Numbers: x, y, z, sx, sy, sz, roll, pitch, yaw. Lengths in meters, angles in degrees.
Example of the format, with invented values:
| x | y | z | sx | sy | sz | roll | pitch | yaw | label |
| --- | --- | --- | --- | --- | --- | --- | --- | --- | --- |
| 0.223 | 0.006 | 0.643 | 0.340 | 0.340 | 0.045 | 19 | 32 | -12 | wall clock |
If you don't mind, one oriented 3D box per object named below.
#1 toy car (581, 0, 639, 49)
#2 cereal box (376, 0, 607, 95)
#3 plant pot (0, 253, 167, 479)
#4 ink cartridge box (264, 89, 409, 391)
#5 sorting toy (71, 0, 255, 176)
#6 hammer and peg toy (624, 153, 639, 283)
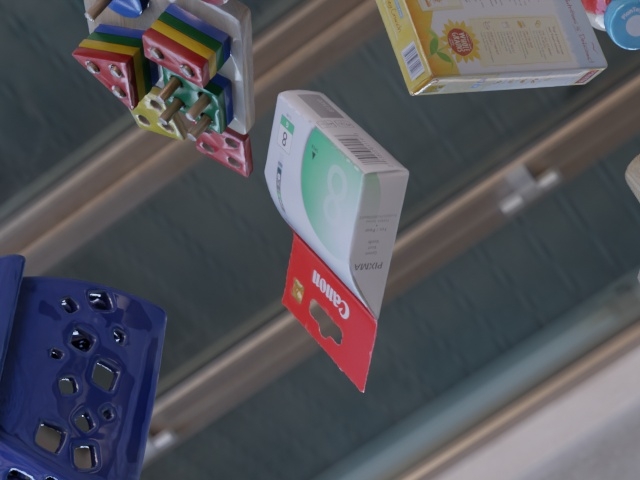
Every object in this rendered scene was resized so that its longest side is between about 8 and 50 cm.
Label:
| x | y | z | sx | sy | sz | roll | pitch | yaw | label |
| --- | --- | --- | --- | --- | --- | --- | --- | --- | --- |
| 0.444 | -0.404 | 2.220 | 0.219 | 0.210 | 0.238 | -94 | -5 | -65 | toy car |
| 0.168 | -0.237 | 1.712 | 0.240 | 0.047 | 0.173 | -6 | -111 | -35 | cereal box |
| -0.316 | 0.157 | 1.675 | 0.212 | 0.236 | 0.236 | 30 | -129 | -34 | plant pot |
| 0.000 | 0.000 | 1.519 | 0.056 | 0.225 | 0.181 | -1 | -153 | -28 | ink cartridge box |
| -0.110 | -0.122 | 1.101 | 0.132 | 0.046 | 0.274 | 31 | 155 | 15 | sorting toy |
| 0.294 | -0.051 | 0.873 | 0.361 | 0.266 | 0.127 | 92 | 152 | -63 | hammer and peg toy |
